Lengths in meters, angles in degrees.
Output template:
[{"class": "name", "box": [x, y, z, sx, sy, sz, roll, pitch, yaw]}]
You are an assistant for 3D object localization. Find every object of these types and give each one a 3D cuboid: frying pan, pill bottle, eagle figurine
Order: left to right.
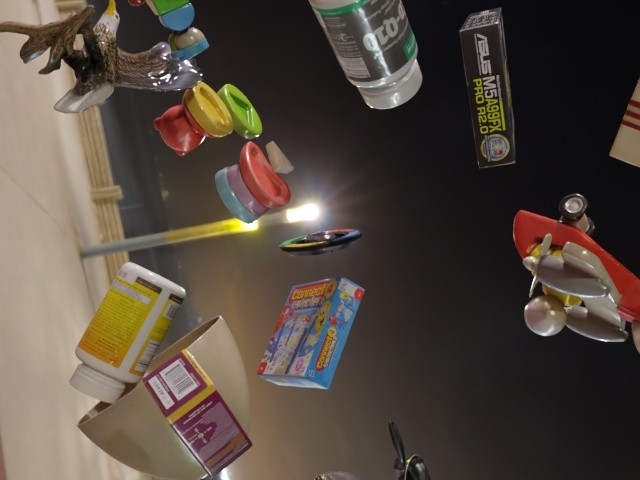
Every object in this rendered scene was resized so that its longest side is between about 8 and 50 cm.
[{"class": "eagle figurine", "box": [-0.371, -0.311, 1.110, 0.226, 0.225, 0.298, 38, 1, 18]}, {"class": "pill bottle", "box": [-0.321, 0.152, 1.031, 0.215, 0.117, 0.117, -63, -171, -11]}, {"class": "pill bottle", "box": [0.126, -0.523, 1.588, 0.361, 0.204, 0.204, 54, 8, -46]}, {"class": "frying pan", "box": [0.202, 0.588, 1.485, 0.326, 0.053, 0.197, 53, 35, -40]}]

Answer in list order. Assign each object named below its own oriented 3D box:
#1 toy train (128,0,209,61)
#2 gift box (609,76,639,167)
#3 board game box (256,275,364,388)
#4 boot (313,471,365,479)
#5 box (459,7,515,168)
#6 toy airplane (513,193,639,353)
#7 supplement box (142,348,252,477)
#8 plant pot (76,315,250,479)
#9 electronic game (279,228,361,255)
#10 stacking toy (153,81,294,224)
[{"class": "toy train", "box": [-0.255, -0.382, 1.049, 0.143, 0.105, 0.248, 67, -10, -24]}, {"class": "gift box", "box": [0.791, -0.244, 1.287, 0.258, 0.255, 0.276, 31, -39, 31]}, {"class": "board game box", "box": [-0.034, 0.270, 1.822, 0.308, 0.086, 0.302, -18, -135, 58]}, {"class": "boot", "box": [0.065, 0.516, 1.173, 0.229, 0.263, 0.091, 23, -89, 41]}, {"class": "box", "box": [0.285, -0.264, 1.047, 0.270, 0.060, 0.216, -57, 137, -62]}, {"class": "toy airplane", "box": [0.564, 0.118, 1.313, 0.386, 0.272, 0.384, 48, 7, -8]}, {"class": "supplement box", "box": [-0.096, 0.136, 0.493, 0.055, 0.043, 0.083, 33, -28, 49]}, {"class": "plant pot", "box": [-0.227, 0.287, 1.051, 0.191, 0.284, 0.284, 54, -13, -5]}, {"class": "electronic game", "box": [0.000, 0.000, 1.718, 0.229, 0.229, 0.048, -160, -122, -74]}, {"class": "stacking toy", "box": [-0.198, -0.188, 1.353, 0.309, 0.130, 0.279, 55, 18, -12]}]
